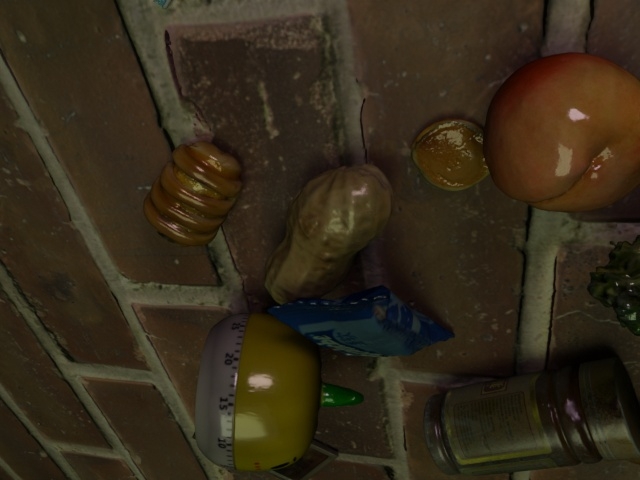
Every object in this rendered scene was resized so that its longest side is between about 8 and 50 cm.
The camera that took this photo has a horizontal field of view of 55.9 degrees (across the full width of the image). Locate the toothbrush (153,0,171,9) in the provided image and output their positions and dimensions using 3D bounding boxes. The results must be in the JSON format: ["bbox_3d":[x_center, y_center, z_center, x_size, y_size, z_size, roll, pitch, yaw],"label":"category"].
[{"bbox_3d":[-0.139,-0.339,0.669,0.022,0.017,0.204,19,137,-27],"label":"toothbrush"}]

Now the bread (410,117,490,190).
[{"bbox_3d":[0.170,-0.109,0.774,0.110,0.024,0.110,9,132,10],"label":"bread"}]

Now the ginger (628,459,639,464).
[{"bbox_3d":[0.666,0.342,0.964,0.348,0.122,0.363,22,144,-15],"label":"ginger"}]

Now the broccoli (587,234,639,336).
[{"bbox_3d":[0.476,0.032,0.631,0.334,0.324,0.272,-3,120,5],"label":"broccoli"}]

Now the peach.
[{"bbox_3d":[0.265,-0.112,0.643,0.184,0.184,0.184,9,132,9],"label":"peach"}]

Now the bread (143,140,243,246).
[{"bbox_3d":[-0.188,-0.065,0.885,0.119,0.084,0.177,30,128,-11],"label":"bread"}]

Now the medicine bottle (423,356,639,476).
[{"bbox_3d":[0.344,0.299,0.999,0.322,0.151,0.151,-20,122,31],"label":"medicine bottle"}]

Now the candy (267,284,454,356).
[{"bbox_3d":[0.078,0.134,0.920,0.187,0.077,0.331,-13,153,26],"label":"candy"}]

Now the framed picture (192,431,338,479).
[{"bbox_3d":[-0.130,0.468,1.386,0.289,0.020,0.211,29,132,-9],"label":"framed picture"}]

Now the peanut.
[{"bbox_3d":[0.000,0.000,0.855,0.130,0.130,0.290,26,132,-7],"label":"peanut"}]

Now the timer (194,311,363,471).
[{"bbox_3d":[-0.059,0.256,1.020,0.285,0.285,0.285,9,132,9],"label":"timer"}]
